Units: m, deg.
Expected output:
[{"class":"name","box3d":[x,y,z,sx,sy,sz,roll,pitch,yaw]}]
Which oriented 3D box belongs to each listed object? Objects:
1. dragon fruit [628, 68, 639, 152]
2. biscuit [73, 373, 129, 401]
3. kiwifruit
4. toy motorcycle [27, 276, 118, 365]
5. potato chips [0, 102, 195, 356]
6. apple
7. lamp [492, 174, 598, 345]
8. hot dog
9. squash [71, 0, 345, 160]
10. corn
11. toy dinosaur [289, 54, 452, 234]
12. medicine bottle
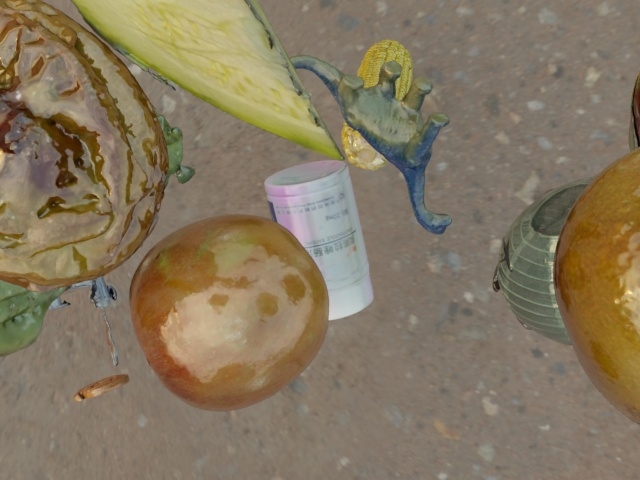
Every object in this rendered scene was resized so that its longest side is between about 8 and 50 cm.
[{"class":"dragon fruit","box3d":[0.440,-0.090,0.931,0.305,0.226,0.305,9,123,14]},{"class":"biscuit","box3d":[-0.304,0.201,1.374,0.078,0.091,0.015,-21,92,-37]},{"class":"kiwifruit","box3d":[0.262,0.040,0.690,0.196,0.196,0.234,-39,141,-9]},{"class":"toy motorcycle","box3d":[-0.410,0.011,1.553,0.134,0.207,0.401,-8,83,-51]},{"class":"potato chips","box3d":[-0.304,-0.020,1.014,0.373,0.389,0.097,-42,70,10]},{"class":"apple","box3d":[-0.100,0.084,1.199,0.253,0.253,0.253,0,92,-13]},{"class":"lamp","box3d":[0.360,0.033,1.311,0.265,0.233,0.233,-28,98,9]},{"class":"hot dog","box3d":[-0.199,-0.064,0.592,0.227,0.099,0.160,21,67,20]},{"class":"squash","box3d":[-0.114,-0.161,0.802,0.155,0.204,0.237,-26,140,4]},{"class":"corn","box3d":[0.078,-0.183,1.339,0.081,0.248,0.081,6,129,7]},{"class":"toy dinosaur","box3d":[0.057,-0.113,1.145,0.248,0.188,0.075,21,46,2]},{"class":"medicine bottle","box3d":[0.000,0.000,1.761,0.152,0.152,0.254,-17,107,-12]}]
